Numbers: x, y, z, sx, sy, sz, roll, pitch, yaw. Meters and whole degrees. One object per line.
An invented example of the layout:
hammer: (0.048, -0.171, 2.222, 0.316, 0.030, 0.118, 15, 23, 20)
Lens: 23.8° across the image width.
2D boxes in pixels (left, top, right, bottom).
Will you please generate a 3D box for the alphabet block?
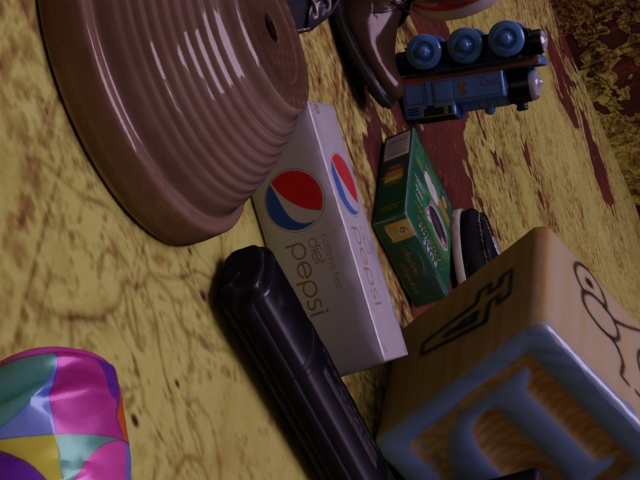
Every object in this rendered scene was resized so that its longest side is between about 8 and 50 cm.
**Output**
alphabet block: (0.184, 0.140, 1.339, 0.192, 0.193, 0.197, 47, 23, -12)

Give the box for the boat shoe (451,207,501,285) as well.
boat shoe: (0.239, 0.113, 1.748, 0.127, 0.113, 0.340, 29, 45, -65)

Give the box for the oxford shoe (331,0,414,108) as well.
oxford shoe: (0.061, -0.251, 1.607, 0.083, 0.096, 0.227, 28, 48, -69)

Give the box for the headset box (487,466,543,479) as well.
headset box: (0.149, 0.354, 1.193, 0.246, 0.131, 0.283, -67, 136, -65)

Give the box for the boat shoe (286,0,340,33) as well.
boat shoe: (-0.022, -0.223, 1.368, 0.206, 0.065, 0.075, -56, 125, -69)

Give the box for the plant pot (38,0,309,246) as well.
plant pot: (-0.081, -0.124, 1.013, 0.237, 0.109, 0.237, 56, 23, -39)

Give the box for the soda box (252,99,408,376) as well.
soda box: (0.000, 0.000, 1.202, 0.074, 0.069, 0.216, 0, 72, -72)

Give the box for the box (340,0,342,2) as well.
box: (0.075, -0.331, 1.509, 0.021, 0.164, 0.201, 35, 65, -20)

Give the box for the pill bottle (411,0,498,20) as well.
pill bottle: (0.121, -0.428, 1.830, 0.318, 0.176, 0.176, 52, 26, -48)

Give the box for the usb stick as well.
usb stick: (0.000, 0.124, 1.117, 0.077, 0.045, 0.278, -93, 158, -60)

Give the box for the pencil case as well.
pencil case: (-0.116, 0.164, 0.631, 0.104, 0.104, 0.236, 38, 36, -61)

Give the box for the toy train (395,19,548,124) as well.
toy train: (0.177, -0.196, 1.769, 0.080, 0.184, 0.105, -23, 105, -73)

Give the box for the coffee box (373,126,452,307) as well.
coffee box: (0.098, -0.027, 1.578, 0.184, 0.040, 0.113, -81, 148, -57)
